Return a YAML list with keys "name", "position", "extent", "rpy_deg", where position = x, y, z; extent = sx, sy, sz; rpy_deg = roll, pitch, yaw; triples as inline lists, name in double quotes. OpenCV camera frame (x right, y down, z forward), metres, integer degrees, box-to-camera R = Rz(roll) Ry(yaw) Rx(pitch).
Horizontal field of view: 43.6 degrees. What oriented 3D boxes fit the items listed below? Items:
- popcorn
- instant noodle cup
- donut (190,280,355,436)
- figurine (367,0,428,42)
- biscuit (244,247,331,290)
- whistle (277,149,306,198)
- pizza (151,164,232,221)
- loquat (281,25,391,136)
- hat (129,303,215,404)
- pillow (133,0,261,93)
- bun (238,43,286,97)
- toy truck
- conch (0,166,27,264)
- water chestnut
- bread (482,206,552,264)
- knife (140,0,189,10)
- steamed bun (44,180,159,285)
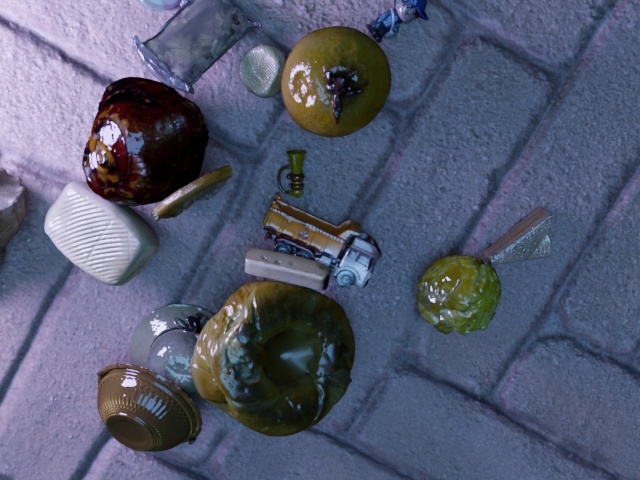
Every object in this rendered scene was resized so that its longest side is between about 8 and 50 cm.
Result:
- name: "popcorn"
  position: [0.309, 0.131, 1.802]
  extent: [0.198, 0.197, 0.212]
  rpy_deg: [-3, 129, -1]
- name: "instant noodle cup"
  position: [-0.405, 0.400, 1.797]
  extent: [0.274, 0.090, 0.273]
  rpy_deg: [12, 131, 14]
- name: "donut"
  position: [-0.101, 0.257, 1.763]
  extent: [0.361, 0.170, 0.359]
  rpy_deg: [-1, 91, -27]
- name: "figurine"
  position: [0.165, -0.486, 1.710]
  extent: [0.136, 0.077, 0.079]
  rpy_deg: [-23, 68, 18]
- name: "biscuit"
  position: [-0.072, 0.063, 1.724]
  extent: [0.188, 0.056, 0.052]
  rpy_deg: [13, 124, 6]
- name: "whistle"
  position: [-0.063, -0.147, 1.783]
  extent: [0.057, 0.046, 0.109]
  rpy_deg: [-1, 109, -17]
- name: "pizza"
  position: [-0.271, -0.088, 1.683]
  extent: [0.181, 0.262, 0.034]
  rpy_deg: [-31, 90, -12]
- name: "loquat"
  position: [0.033, -0.325, 1.648]
  extent: [0.244, 0.244, 0.243]
  rpy_deg: [0, 102, -2]
- name: "hat"
  position: [-0.318, 0.283, 1.823]
  extent: [0.258, 0.130, 0.257]
  rpy_deg: [-1, 103, -3]
- name: "pillow"
  position: [-0.256, -0.418, 1.664]
  extent: [0.169, 0.059, 0.255]
  rpy_deg: [40, 69, 4]
- name: "bun"
  position: [-0.117, -0.364, 1.714]
  extent: [0.115, 0.069, 0.115]
  rpy_deg: [7, 108, 23]
- name: "toy truck"
  position: [0.000, 0.000, 1.784]
  extent: [0.271, 0.114, 0.135]
  rpy_deg: [25, 105, -5]
- name: "conch"
  position: [-0.779, -0.038, 1.721]
  extent: [0.263, 0.186, 0.323]
  rpy_deg: [18, 101, 12]
- name: "water chestnut"
  position: [-0.355, -0.197, 1.657]
  extent: [0.245, 0.289, 0.289]
  rpy_deg: [19, 101, -16]
- name: "bread"
  position: [0.443, -0.010, 1.810]
  extent: [0.152, 0.077, 0.105]
  rpy_deg: [-8, 107, -3]
- name: "knife"
  position: [-0.294, -0.677, 1.659]
  extent: [0.132, 0.038, 0.398]
  rpy_deg: [11, 101, -7]
- name: "steamed bun"
  position: [-0.469, -0.019, 1.748]
  extent: [0.239, 0.152, 0.170]
  rpy_deg: [39, 106, 6]
